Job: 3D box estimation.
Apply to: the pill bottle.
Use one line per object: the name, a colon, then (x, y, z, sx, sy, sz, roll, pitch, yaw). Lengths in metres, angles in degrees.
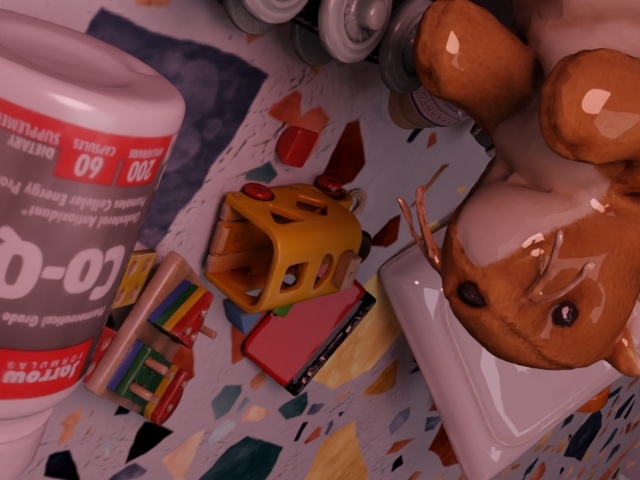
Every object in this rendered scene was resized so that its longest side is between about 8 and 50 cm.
pill bottle: (-0.207, 0.010, 0.579, 0.161, 0.161, 0.283, 0, 119, -51)

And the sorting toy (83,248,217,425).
sorting toy: (-0.134, 0.089, 0.785, 0.132, 0.046, 0.274, -59, 167, -13)

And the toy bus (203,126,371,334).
toy bus: (-0.010, 0.006, 0.871, 0.202, 0.104, 0.191, -46, 146, -11)

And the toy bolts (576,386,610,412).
toy bolts: (0.299, 0.220, 1.380, 0.228, 0.218, 0.159, -10, 136, -24)

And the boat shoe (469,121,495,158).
boat shoe: (0.252, -0.233, 0.989, 0.305, 0.091, 0.109, -55, -171, 11)

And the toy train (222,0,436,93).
toy train: (0.008, -0.232, 0.659, 0.334, 0.142, 0.190, 12, 101, -55)

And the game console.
game console: (-0.013, 0.097, 1.031, 0.144, 0.085, 0.124, -49, 177, -7)

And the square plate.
square plate: (0.278, 0.103, 1.185, 0.344, 0.049, 0.347, -31, 110, -19)

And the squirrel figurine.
squirrel figurine: (0.231, -0.089, 0.690, 0.397, 0.281, 0.371, -9, 112, -54)

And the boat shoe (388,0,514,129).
boat shoe: (0.156, -0.229, 0.876, 0.109, 0.094, 0.302, 46, 64, -21)
